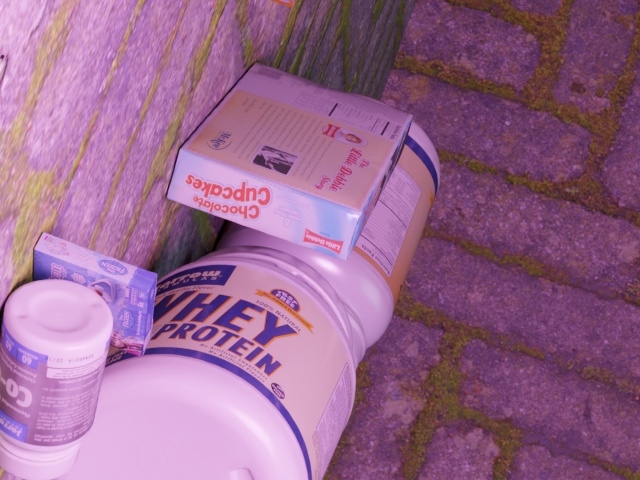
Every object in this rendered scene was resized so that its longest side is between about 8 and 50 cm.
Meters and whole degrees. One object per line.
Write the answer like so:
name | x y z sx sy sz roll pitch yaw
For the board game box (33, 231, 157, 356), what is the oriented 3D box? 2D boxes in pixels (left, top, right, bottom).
board game box | -0.167 0.041 1.413 0.090 0.090 0.020 102 10 -54

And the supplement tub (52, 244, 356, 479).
supplement tub | -0.097 0.156 1.790 0.325 0.235 0.235 -62 170 -64

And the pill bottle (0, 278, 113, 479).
pill bottle | -0.197 0.102 1.384 0.078 0.078 0.137 -65 172 -54

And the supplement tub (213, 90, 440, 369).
supplement tub | 0.000 0.000 2.339 0.228 0.228 0.316 102 9 -57

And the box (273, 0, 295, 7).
box | -0.025 -0.310 2.054 0.136 0.028 0.081 104 6 -66

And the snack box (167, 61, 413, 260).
snack box | -0.023 -0.088 1.973 0.322 0.187 0.060 -60 168 -66
